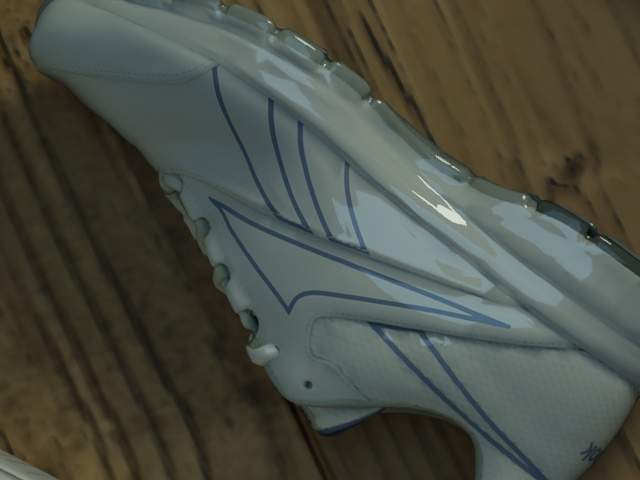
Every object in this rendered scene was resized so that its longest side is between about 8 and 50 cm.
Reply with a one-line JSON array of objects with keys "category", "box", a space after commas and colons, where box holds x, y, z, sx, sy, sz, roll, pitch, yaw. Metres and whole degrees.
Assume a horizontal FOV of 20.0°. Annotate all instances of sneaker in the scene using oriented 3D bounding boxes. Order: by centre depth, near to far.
[{"category": "sneaker", "box": [0.000, 0.000, 0.720, 0.297, 0.111, 0.129, 34, 90, 7]}]

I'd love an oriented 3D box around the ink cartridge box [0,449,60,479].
[{"category": "ink cartridge box", "box": [-0.095, 0.211, 0.682, 0.283, 0.117, 0.207, 27, 83, 6]}]
